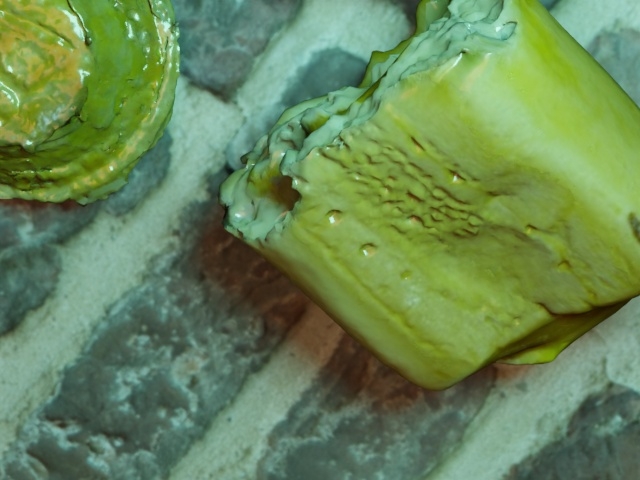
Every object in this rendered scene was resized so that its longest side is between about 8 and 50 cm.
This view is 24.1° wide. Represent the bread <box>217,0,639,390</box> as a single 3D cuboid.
[{"bbox_3d":[0.152,-0.048,1.445,0.361,0.250,0.394,-35,119,30],"label":"bread"}]

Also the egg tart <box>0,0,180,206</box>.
[{"bbox_3d":[-0.307,-0.187,1.485,0.341,0.132,0.341,1,105,3],"label":"egg tart"}]
